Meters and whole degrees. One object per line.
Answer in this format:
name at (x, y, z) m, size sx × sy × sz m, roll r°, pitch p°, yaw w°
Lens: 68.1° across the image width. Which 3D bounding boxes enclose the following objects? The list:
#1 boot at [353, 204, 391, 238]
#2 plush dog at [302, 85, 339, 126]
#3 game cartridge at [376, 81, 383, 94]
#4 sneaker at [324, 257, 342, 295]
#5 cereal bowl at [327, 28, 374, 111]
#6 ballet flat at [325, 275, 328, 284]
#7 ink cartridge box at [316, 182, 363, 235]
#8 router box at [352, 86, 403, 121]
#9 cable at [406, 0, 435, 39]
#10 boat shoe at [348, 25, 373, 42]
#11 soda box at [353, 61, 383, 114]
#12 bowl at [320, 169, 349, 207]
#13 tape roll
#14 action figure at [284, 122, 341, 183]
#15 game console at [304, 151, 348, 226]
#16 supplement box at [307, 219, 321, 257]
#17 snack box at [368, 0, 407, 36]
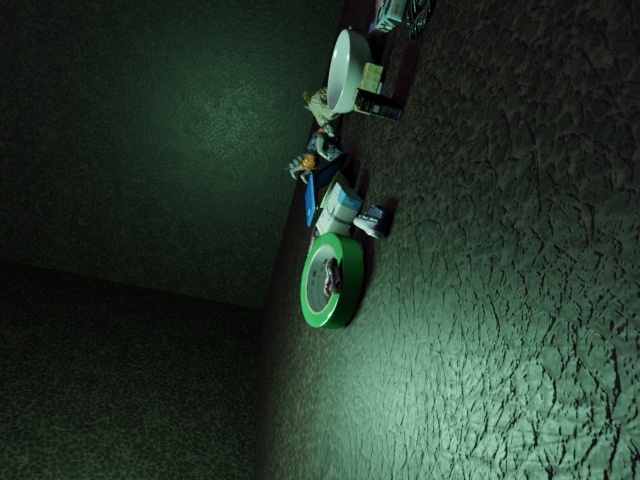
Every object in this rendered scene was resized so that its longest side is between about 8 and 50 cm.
boot at (0.159, -0.068, 1.415) m, size 0.086 × 0.069 × 0.190 m, roll -68°, pitch 20°, yaw 9°
plush dog at (0.054, -0.737, 2.433) m, size 0.225 × 0.210 × 0.262 m, roll -42°, pitch 4°, yaw -10°
game cartridge at (0.219, -0.573, 1.803) m, size 0.083 × 0.017 × 0.056 m, roll -142°, pitch 69°, yaw -78°
sneaker at (0.047, 0.110, 1.444) m, size 0.057 × 0.047 × 0.119 m, roll -8°, pitch 71°, yaw 41°
cereal bowl at (0.136, -0.706, 2.010) m, size 0.339 × 0.141 × 0.339 m, roll -174°, pitch 90°, yaw -78°
ballet flat at (0.032, 0.113, 1.830) m, size 0.077 × 0.091 × 0.241 m, roll -46°, pitch -1°, yaw -29°
ink cartridge box at (0.068, -0.098, 1.751) m, size 0.191 × 0.082 × 0.139 m, roll -62°, pitch 22°, yaw 17°
router box at (0.180, -0.439, 1.524) m, size 0.179 × 0.133 × 0.046 m, roll -97°, pitch 22°, yaw -62°
cable at (0.301, -0.704, 1.434) m, size 0.184 × 0.047 × 0.151 m, roll 153°, pitch 128°, yaw -76°
boat shoe at (0.170, -0.901, 2.216) m, size 0.340 × 0.127 × 0.158 m, roll -80°, pitch 1°, yaw -60°
soda box at (0.180, -0.578, 1.799) m, size 0.058 × 0.061 × 0.181 m, roll -103°, pitch 27°, yaw -68°
bowl at (0.072, -0.191, 1.908) m, size 0.170 × 0.080 × 0.170 m, roll -63°, pitch -1°, yaw -2°
tape roll at (0.032, 0.135, 1.596) m, size 0.321 × 0.077 × 0.321 m, roll -39°, pitch 46°, yaw 56°
action figure at (-0.019, -0.452, 2.424) m, size 0.330 × 0.178 × 0.341 m, roll -57°, pitch 16°, yaw 0°
game console at (0.028, -0.215, 2.068) m, size 0.293 × 0.173 × 0.250 m, roll 112°, pitch 154°, yaw -75°
supplement box at (0.000, 0.000, 2.057) m, size 0.188 × 0.080 × 0.104 m, roll -83°, pitch 9°, yaw -66°
snack box at (0.268, -0.910, 1.816) m, size 0.322 × 0.060 × 0.187 m, roll -120°, pitch 44°, yaw -75°
